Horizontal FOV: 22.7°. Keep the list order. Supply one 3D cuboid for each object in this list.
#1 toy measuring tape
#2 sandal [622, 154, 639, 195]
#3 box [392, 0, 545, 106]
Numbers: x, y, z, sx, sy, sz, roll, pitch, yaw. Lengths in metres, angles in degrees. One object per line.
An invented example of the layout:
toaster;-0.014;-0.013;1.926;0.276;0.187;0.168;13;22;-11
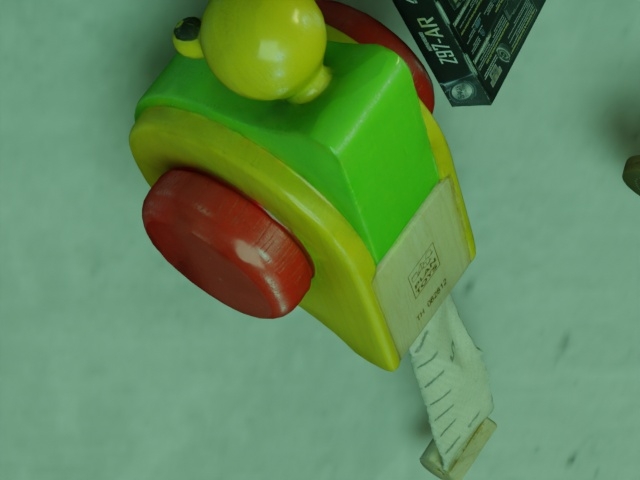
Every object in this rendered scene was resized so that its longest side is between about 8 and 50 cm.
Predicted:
toy measuring tape;0.000;0.000;0.649;0.121;0.121;0.330;-21;147;1
sandal;0.227;-0.028;0.706;0.240;0.088;0.079;22;86;-35
box;0.059;-0.102;0.592;0.018;0.083;0.067;2;140;38
